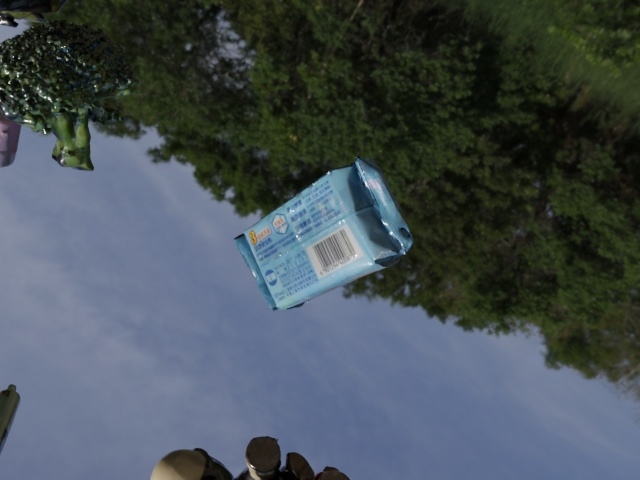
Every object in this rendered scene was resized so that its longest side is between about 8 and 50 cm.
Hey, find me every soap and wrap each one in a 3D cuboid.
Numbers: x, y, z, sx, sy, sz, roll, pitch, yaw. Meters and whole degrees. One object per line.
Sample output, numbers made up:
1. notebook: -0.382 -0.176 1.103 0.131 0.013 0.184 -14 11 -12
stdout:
1. soap: 0.000 0.000 0.970 0.077 0.293 0.156 -20 -96 -46

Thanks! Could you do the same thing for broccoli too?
1. broccoli: -0.267 -0.148 0.683 0.155 0.160 0.167 -7 -154 -30

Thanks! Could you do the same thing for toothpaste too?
1. toothpaste: -0.494 0.300 0.988 0.038 0.060 0.233 27 -159 -24

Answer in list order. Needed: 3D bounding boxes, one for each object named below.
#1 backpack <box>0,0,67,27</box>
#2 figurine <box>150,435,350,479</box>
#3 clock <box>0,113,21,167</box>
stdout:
1. backpack: -0.371 -0.329 0.654 0.254 0.140 0.206 2 -109 -14
2. figurine: -0.059 0.392 0.868 0.411 0.306 0.241 62 -156 -46
3. clock: -0.727 -0.236 1.179 0.296 0.113 0.322 4 -156 -42
